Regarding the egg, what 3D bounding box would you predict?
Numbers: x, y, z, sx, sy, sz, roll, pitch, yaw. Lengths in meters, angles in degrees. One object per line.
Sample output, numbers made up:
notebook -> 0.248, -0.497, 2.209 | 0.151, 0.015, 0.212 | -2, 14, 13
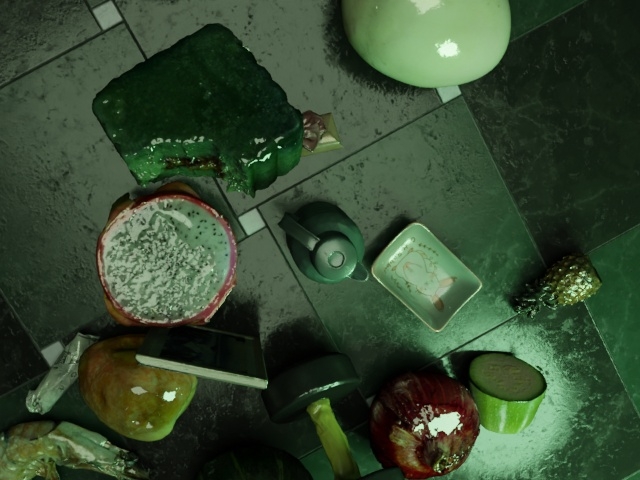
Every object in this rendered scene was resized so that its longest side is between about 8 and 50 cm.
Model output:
egg -> 0.199, -0.432, 1.296 | 0.345, 0.283, 0.283 | 29, 95, -12

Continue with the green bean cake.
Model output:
green bean cake -> -0.221, -0.206, 1.285 | 0.308, 0.169, 0.300 | -33, 75, -14

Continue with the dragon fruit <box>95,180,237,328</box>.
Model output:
dragon fruit -> -0.297, 0.029, 1.369 | 0.291, 0.189, 0.290 | -3, 101, -14

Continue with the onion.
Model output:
onion -> 0.218, 0.399, 1.458 | 0.252, 0.219, 0.251 | -1, 112, -3

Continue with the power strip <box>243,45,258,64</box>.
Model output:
power strip -> -0.145, -0.349, 1.403 | 0.040, 0.016, 0.090 | -30, 101, -4

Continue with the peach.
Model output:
peach -> -0.372, 0.286, 1.382 | 0.236, 0.214, 0.214 | 19, 96, -1

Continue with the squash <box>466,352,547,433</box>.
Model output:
squash -> 0.403, 0.335, 1.505 | 0.170, 0.170, 0.122 | -5, 114, -6

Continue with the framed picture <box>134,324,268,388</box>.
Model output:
framed picture -> -0.223, 0.209, 1.330 | 0.232, 0.315, 0.024 | 13, 95, -9

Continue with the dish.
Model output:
dish -> 0.218, 0.072, 1.479 | 0.212, 0.077, 0.151 | 42, 91, -11

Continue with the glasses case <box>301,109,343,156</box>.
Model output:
glasses case -> -0.056, -0.217, 1.406 | 0.194, 0.070, 0.102 | -13, 99, -5

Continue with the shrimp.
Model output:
shrimp -> -0.531, 0.498, 1.467 | 0.361, 0.085, 0.246 | 10, 107, -4

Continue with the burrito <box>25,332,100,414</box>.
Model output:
burrito -> -0.535, 0.276, 1.437 | 0.064, 0.064, 0.203 | 41, 91, -11

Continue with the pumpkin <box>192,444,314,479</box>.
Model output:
pumpkin -> -0.147, 0.578, 1.456 | 0.301, 0.207, 0.299 | -4, 102, -20

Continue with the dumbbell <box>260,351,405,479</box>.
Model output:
dumbbell -> 0.026, 0.406, 1.378 | 0.204, 0.203, 0.322 | -24, 67, -2

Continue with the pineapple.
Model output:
pineapple -> 0.512, 0.109, 1.514 | 0.198, 0.108, 0.108 | -34, 101, 12

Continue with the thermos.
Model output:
thermos -> 0.000, 0.000, 1.337 | 0.182, 0.286, 0.144 | 34, 94, -9
